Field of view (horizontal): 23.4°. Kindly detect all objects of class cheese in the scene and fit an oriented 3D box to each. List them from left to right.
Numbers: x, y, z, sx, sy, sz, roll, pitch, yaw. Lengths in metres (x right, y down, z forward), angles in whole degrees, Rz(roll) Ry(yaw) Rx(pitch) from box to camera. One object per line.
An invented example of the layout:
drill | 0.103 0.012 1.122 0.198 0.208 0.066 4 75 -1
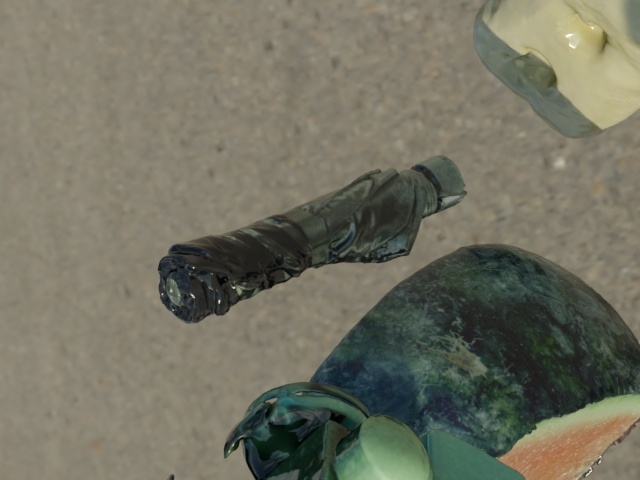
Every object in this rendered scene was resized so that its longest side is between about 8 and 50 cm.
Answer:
cheese | 0.272 -0.225 1.247 0.173 0.248 0.251 43 166 3

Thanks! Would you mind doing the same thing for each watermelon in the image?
watermelon | 0.110 0.146 1.093 0.148 0.318 0.226 31 149 37

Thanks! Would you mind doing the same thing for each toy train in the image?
toy train | 0.004 0.168 0.722 0.203 0.163 0.112 -46 24 34

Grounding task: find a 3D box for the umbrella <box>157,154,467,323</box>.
umbrella | 0.000 0.000 0.815 0.046 0.188 0.050 -26 87 56
